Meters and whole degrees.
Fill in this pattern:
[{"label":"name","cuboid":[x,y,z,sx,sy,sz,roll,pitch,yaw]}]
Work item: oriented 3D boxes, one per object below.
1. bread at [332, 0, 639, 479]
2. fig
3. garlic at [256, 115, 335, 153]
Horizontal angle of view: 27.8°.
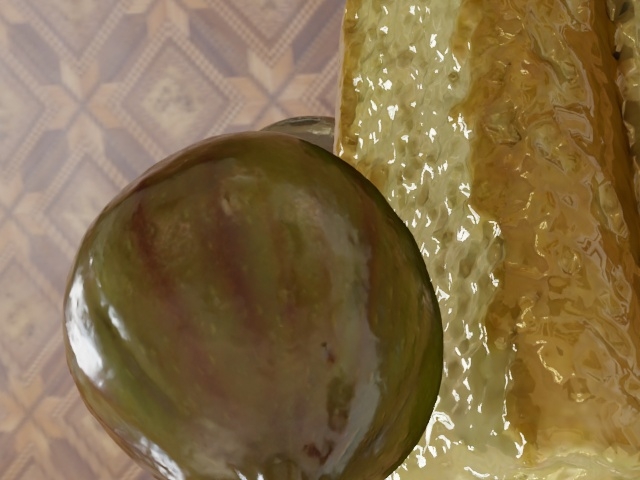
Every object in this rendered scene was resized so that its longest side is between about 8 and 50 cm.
[{"label":"bread","cuboid":[0.097,-0.006,0.679,0.236,0.165,0.375,128,149,-50]},{"label":"fig","cuboid":[-0.025,0.045,0.471,0.148,0.186,0.142,-28,117,3]},{"label":"garlic","cuboid":[0.000,0.000,1.311,0.292,0.237,0.210,-41,120,4]}]
